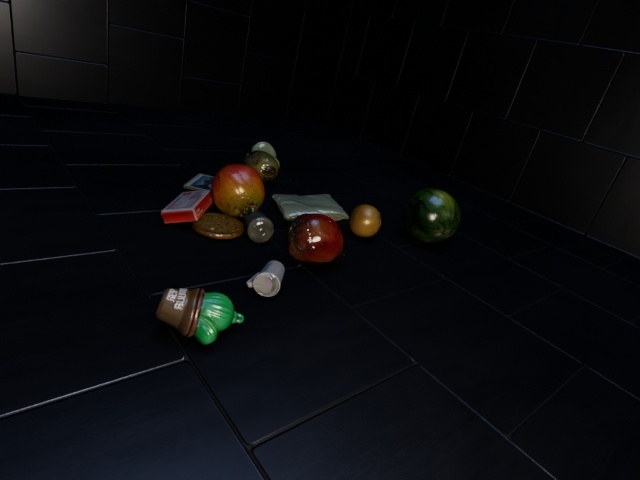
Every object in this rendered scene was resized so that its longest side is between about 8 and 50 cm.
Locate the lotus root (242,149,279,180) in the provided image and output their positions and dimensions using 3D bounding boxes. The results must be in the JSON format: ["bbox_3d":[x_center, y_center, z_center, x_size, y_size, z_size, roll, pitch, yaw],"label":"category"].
[{"bbox_3d":[-0.312,-0.385,2.082,0.154,0.154,0.278,-3,24,-32],"label":"lotus root"}]

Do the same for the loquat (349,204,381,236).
[{"bbox_3d":[0.184,-0.081,1.691,0.141,0.141,0.141,11,25,-5],"label":"loquat"}]

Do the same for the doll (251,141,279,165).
[{"bbox_3d":[-0.301,-0.445,2.264,0.142,0.117,0.296,7,38,-29],"label":"doll"}]

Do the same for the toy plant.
[{"bbox_3d":[-0.274,0.173,0.956,0.201,0.105,0.142,19,30,-18],"label":"toy plant"}]

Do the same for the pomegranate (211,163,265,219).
[{"bbox_3d":[-0.309,-0.183,1.576,0.210,0.210,0.235,-10,56,-41],"label":"pomegranate"}]

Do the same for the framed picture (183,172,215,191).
[{"bbox_3d":[-0.504,-0.254,1.844,0.150,0.015,0.203,13,24,-1],"label":"framed picture"}]

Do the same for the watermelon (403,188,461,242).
[{"bbox_3d":[0.484,-0.108,1.794,0.243,0.242,0.242,11,25,-5],"label":"watermelon"}]

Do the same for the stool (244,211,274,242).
[{"bbox_3d":[-0.221,-0.050,1.468,0.096,0.096,0.110,2,23,-25],"label":"stool"}]

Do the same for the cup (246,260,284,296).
[{"bbox_3d":[-0.159,0.110,1.200,0.104,0.074,0.116,-13,18,10],"label":"cup"}]

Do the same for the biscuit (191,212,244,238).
[{"bbox_3d":[-0.365,-0.051,1.469,0.188,0.027,0.187,13,24,-6],"label":"biscuit"}]

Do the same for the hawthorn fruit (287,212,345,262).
[{"bbox_3d":[0.000,0.000,1.405,0.235,0.181,0.181,22,16,-36],"label":"hawthorn fruit"}]

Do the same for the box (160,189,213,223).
[{"bbox_3d":[-0.481,-0.126,1.503,0.123,0.050,0.229,-5,24,6],"label":"box"}]

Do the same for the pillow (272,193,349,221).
[{"bbox_3d":[-0.048,-0.140,1.776,0.281,0.076,0.274,-2,25,-19],"label":"pillow"}]
